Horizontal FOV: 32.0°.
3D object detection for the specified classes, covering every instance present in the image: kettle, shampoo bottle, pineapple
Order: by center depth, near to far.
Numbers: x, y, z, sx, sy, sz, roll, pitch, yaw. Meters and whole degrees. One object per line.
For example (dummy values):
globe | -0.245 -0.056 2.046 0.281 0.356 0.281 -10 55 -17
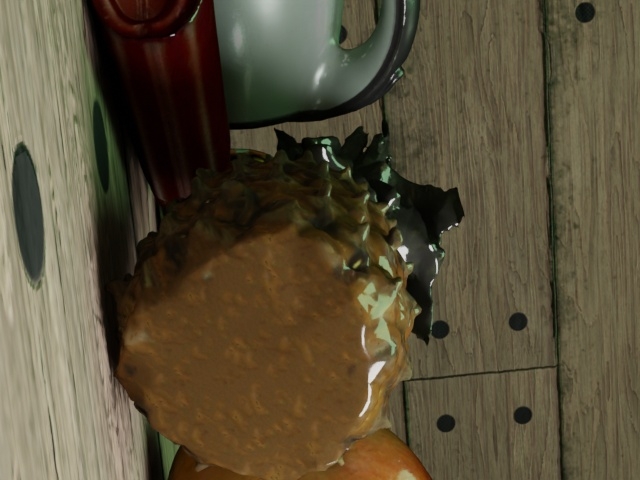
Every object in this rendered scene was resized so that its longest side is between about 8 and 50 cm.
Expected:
pineapple | 0.003 -0.002 0.669 0.364 0.165 0.166 -55 142 -68
shampoo bottle | -0.091 -0.093 0.685 0.260 0.064 0.102 93 -9 -66
kettle | -0.035 -0.195 0.781 0.161 0.221 0.236 -52 149 -51

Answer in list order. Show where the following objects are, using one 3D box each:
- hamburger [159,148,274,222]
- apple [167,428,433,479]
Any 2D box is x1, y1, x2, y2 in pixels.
hamburger | -0.059 0.053 0.887 0.214 0.125 0.235 67 11 -67
apple | -0.013 0.182 0.675 0.199 0.199 0.199 174 -90 -87
